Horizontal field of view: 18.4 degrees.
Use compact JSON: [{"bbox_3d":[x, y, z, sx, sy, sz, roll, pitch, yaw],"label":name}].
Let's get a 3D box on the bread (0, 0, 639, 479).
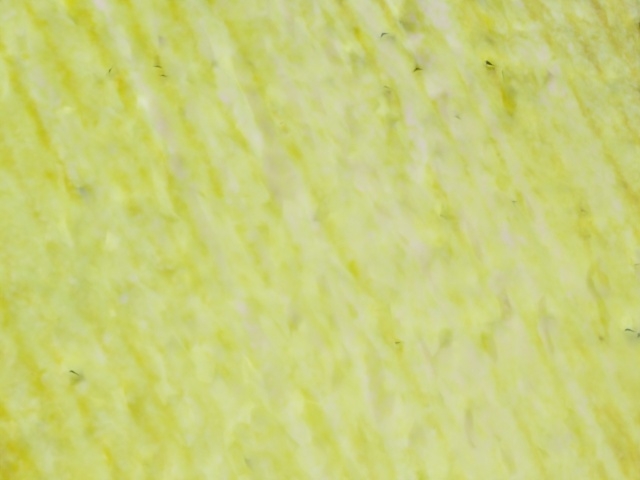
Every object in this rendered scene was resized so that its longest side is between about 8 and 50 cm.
[{"bbox_3d":[0.000,0.000,0.430,0.033,0.228,0.229,-35,-124,57],"label":"bread"}]
